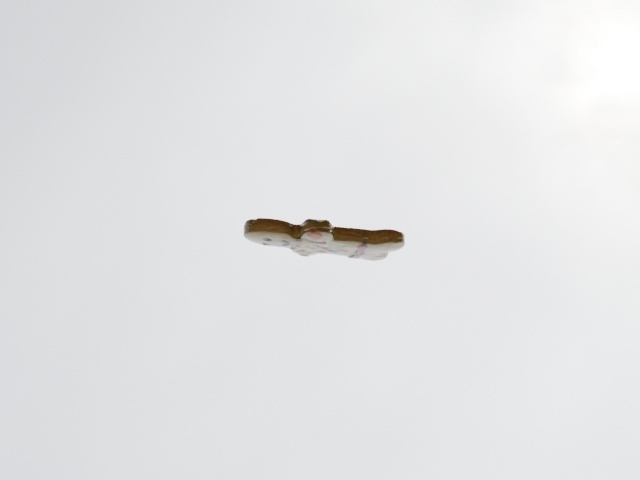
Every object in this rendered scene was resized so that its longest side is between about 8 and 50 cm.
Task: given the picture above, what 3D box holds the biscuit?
[{"bbox_3d":[0.000,0.000,1.180,0.234,0.153,0.030,8,-107,-11],"label":"biscuit"}]
